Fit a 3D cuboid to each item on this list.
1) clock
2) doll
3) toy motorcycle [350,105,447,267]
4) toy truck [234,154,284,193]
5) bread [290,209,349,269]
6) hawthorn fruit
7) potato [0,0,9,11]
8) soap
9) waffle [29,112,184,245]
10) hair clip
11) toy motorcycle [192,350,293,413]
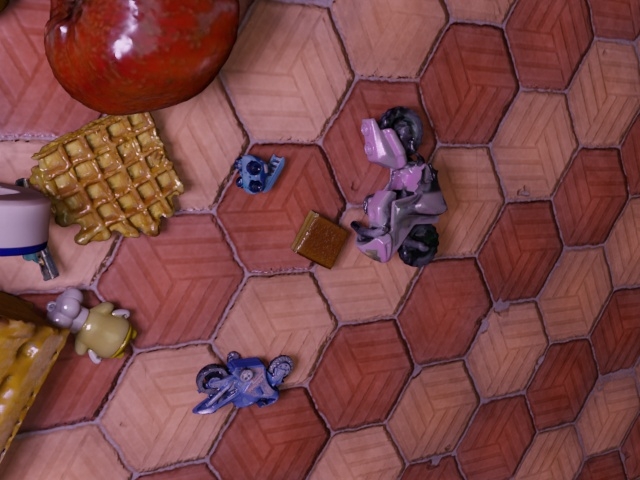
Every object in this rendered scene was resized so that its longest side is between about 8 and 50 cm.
[{"bbox_3d":[-0.500,-0.038,1.042,0.230,0.230,0.083,7,98,-32],"label":"clock"},{"bbox_3d":[-0.392,0.144,1.261,0.162,0.062,0.106,36,80,-34],"label":"doll"},{"bbox_3d":[0.141,-0.092,1.464,0.188,0.143,0.327,-18,105,-25],"label":"toy motorcycle"},{"bbox_3d":[-0.108,-0.127,1.360,0.090,0.056,0.073,-21,119,-39],"label":"toy truck"},{"bbox_3d":[0.000,0.000,1.468,0.094,0.035,0.090,28,90,-34],"label":"bread"},{"bbox_3d":[-0.250,-0.326,1.094,0.299,0.275,0.276,-22,115,-35],"label":"hawthorn fruit"},{"bbox_3d":[-0.498,-0.470,0.965,0.195,0.176,0.369,-9,107,0],"label":"potato"},{"bbox_3d":[-0.568,0.220,1.077,0.335,0.156,0.293,-63,152,-1],"label":"soap"},{"bbox_3d":[-0.344,-0.086,1.224,0.229,0.057,0.219,-33,119,-18],"label":"waffle"},{"bbox_3d":[-0.463,-0.014,1.184,0.049,0.049,0.173,-20,108,-25],"label":"hair clip"},{"bbox_3d":[-0.148,0.281,1.445,0.205,0.076,0.114,-3,113,-29],"label":"toy motorcycle"}]
